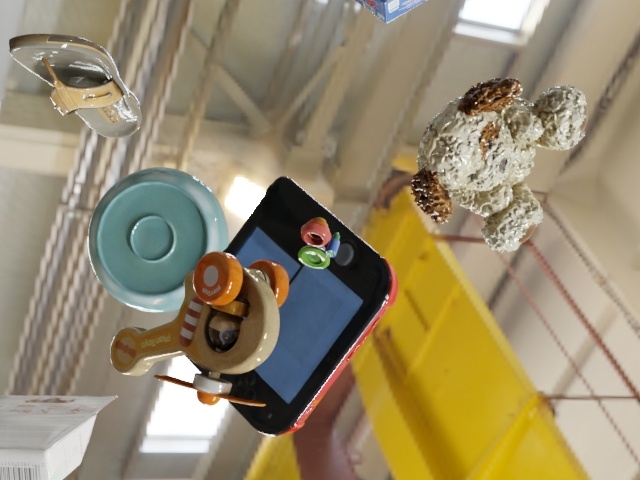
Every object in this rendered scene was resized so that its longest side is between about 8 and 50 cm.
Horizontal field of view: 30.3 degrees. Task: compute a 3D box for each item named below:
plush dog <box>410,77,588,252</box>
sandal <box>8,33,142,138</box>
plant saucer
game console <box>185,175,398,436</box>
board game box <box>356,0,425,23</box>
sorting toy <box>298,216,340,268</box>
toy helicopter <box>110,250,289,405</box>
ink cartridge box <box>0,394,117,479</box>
[{"bbox_3d":[0.225,-0.135,1.676,0.210,0.225,0.262,34,-74,31],"label":"plush dog"},{"bbox_3d":[-0.260,-0.157,1.284,0.219,0.090,0.060,60,26,-63],"label":"sandal"},{"bbox_3d":[-0.357,-0.003,2.545,0.044,0.317,0.317,23,70,-79],"label":"plant saucer"},{"bbox_3d":[-0.072,0.121,2.133,0.342,0.060,0.386,41,-81,27],"label":"game console"},{"bbox_3d":[0.120,-0.368,1.530,0.136,0.201,0.035,44,-24,35],"label":"board game box"},{"bbox_3d":[0.000,0.000,1.836,0.102,0.061,0.042,95,12,-52],"label":"sorting toy"},{"bbox_3d":[-0.205,0.168,1.891,0.355,0.140,0.235,-18,-109,36],"label":"toy helicopter"},{"bbox_3d":[-0.378,0.250,1.493,0.224,0.181,0.056,-31,120,-76],"label":"ink cartridge box"}]
